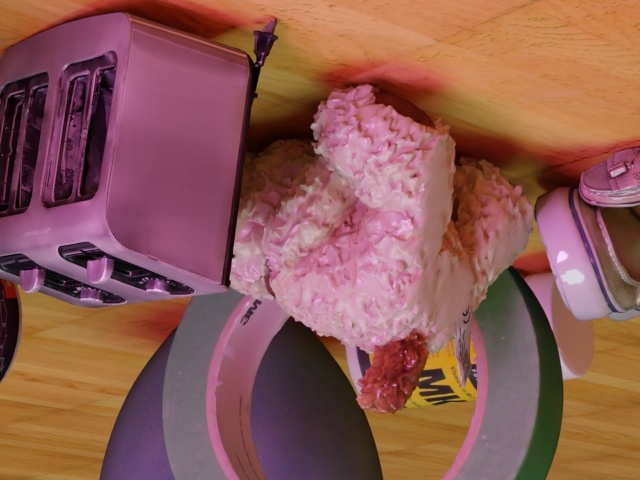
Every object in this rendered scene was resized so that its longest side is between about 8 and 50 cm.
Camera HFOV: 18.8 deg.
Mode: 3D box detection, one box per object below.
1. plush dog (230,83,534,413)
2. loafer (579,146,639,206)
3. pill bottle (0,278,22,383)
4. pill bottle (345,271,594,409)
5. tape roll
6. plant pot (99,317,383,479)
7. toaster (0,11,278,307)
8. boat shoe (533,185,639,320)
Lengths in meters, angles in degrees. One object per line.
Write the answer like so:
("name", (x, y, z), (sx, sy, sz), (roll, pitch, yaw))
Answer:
("plush dog", (0.000, 0.000, 1.420), (0.225, 0.211, 0.262), (18, 174, 31))
("loafer", (0.254, -0.057, 1.445), (0.125, 0.045, 0.039), (-9, 146, 5))
("pill bottle", (-0.342, 0.064, 1.526), (0.181, 0.182, 0.323), (-1, 180, 4))
("pill bottle", (0.138, 0.090, 1.792), (0.208, 0.119, 0.119), (-10, 161, 30))
("tape roll", (0.031, 0.125, 1.555), (0.321, 0.321, 0.077), (-6, 162, 20))
("plant pot", (-0.079, 0.182, 1.960), (0.290, 0.195, 0.290), (0, 164, 0))
("toaster", (-0.129, -0.054, 1.235), (0.110, 0.186, 0.168), (17, 164, -39))
("boat shoe", (0.247, 0.005, 1.566), (0.094, 0.109, 0.302), (-20, 169, 17))
